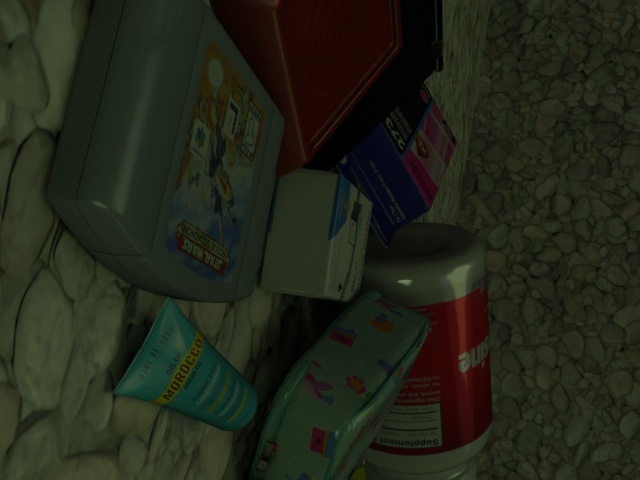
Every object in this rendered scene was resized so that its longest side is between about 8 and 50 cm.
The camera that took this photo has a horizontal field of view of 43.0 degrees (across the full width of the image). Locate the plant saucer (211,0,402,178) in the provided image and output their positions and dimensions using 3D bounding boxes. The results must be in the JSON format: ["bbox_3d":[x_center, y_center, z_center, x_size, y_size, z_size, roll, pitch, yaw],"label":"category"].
[{"bbox_3d":[0.010,-0.219,0.817,0.258,0.048,0.259,-53,151,-27],"label":"plant saucer"}]

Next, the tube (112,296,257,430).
[{"bbox_3d":[-0.109,0.115,0.687,0.080,0.052,0.207,-66,158,-16],"label":"tube"}]

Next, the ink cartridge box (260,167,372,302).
[{"bbox_3d":[0.000,0.000,0.974,0.191,0.082,0.139,23,74,-74],"label":"ink cartridge box"}]

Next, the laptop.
[{"bbox_3d":[0.024,-0.362,1.014,0.382,0.236,0.407,78,-5,-52],"label":"laptop"}]

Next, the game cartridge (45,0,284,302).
[{"bbox_3d":[-0.099,-0.055,0.630,0.297,0.062,0.198,47,48,-71],"label":"game cartridge"}]

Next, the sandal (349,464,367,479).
[{"bbox_3d":[0.115,0.574,1.625,0.138,0.126,0.317,-42,139,-74],"label":"sandal"}]

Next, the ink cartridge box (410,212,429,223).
[{"bbox_3d":[0.168,-0.020,1.488,0.261,0.066,0.296,-81,163,-50],"label":"ink cartridge box"}]

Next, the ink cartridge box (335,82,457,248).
[{"bbox_3d":[0.119,-0.149,1.248,0.175,0.069,0.371,58,31,-15],"label":"ink cartridge box"}]

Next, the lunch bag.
[{"bbox_3d":[0.018,0.204,0.983,0.279,0.108,0.224,-40,156,-52],"label":"lunch bag"}]

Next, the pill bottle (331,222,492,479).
[{"bbox_3d":[0.140,0.195,1.220,0.229,0.229,0.407,-49,136,-65],"label":"pill bottle"}]
